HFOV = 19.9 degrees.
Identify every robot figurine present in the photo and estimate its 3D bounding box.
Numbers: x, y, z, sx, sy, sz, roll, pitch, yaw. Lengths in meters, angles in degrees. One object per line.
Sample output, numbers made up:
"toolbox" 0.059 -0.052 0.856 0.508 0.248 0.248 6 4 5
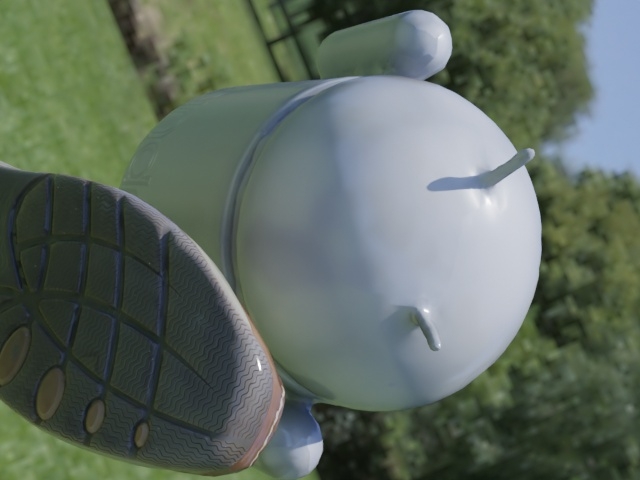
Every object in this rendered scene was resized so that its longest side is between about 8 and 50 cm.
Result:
"robot figurine" 0.000 0.000 1.139 0.353 0.200 0.300 3 -105 59

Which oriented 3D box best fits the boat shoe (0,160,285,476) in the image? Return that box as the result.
"boat shoe" -0.128 0.031 0.943 0.324 0.123 0.116 30 -4 39
